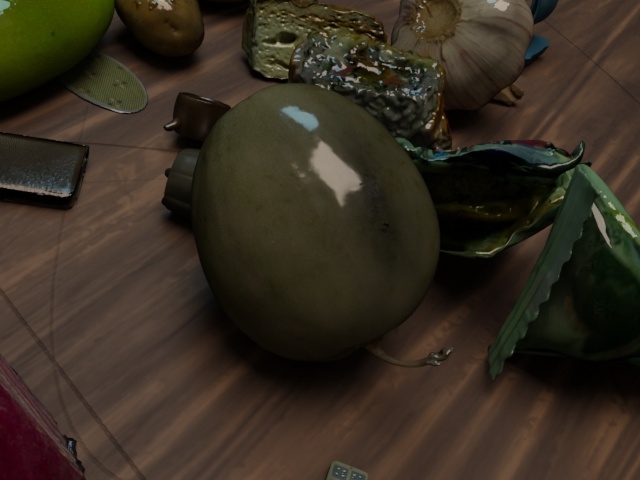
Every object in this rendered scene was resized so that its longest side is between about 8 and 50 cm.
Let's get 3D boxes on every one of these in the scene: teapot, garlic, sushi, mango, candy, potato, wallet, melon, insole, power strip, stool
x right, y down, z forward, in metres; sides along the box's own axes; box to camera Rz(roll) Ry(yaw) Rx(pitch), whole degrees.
[{"bbox_3d":[-0.162,-0.161,1.144,0.121,0.068,0.076,4,17,-45],"label":"teapot"},{"bbox_3d":[0.253,-0.300,1.348,0.253,0.245,0.245,30,28,-42],"label":"garlic"},{"bbox_3d":[0.082,-0.204,1.208,0.274,0.139,0.184,13,44,5],"label":"sushi"},{"bbox_3d":[-0.416,-0.302,1.139,0.192,0.156,0.343,33,42,10],"label":"mango"},{"bbox_3d":[0.414,0.071,0.938,0.397,0.263,0.172,13,32,-4],"label":"candy"},{"bbox_3d":[-0.248,-0.357,1.274,0.137,0.137,0.176,-2,61,-20],"label":"potato"},{"bbox_3d":[-0.394,-0.095,1.019,0.198,0.031,0.110,8,43,-10],"label":"wallet"},{"bbox_3d":[-0.005,-0.015,0.888,0.271,0.272,0.308,-1,83,-19],"label":"melon"},{"bbox_3d":[-0.371,-0.280,1.241,0.109,0.007,0.322,-27,58,-38],"label":"insole"},{"bbox_3d":[0.018,0.254,0.797,0.040,0.016,0.090,20,42,3],"label":"power strip"},{"bbox_3d":[-0.135,-0.064,1.026,0.110,0.096,0.096,16,42,6],"label":"stool"}]

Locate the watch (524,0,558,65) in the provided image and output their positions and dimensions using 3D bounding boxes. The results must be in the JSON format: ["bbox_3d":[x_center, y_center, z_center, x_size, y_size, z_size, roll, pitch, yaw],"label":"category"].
[{"bbox_3d":[0.345,-0.441,1.505,0.211,0.193,0.211,8,43,-7],"label":"watch"}]

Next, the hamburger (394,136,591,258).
[{"bbox_3d":[0.190,-0.048,1.007,0.260,0.151,0.276,0,2,20],"label":"hamburger"}]

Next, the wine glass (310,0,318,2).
[{"bbox_3d":[-0.029,-0.390,1.420,0.072,0.072,0.155,8,42,-10],"label":"wine glass"}]

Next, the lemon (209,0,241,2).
[{"bbox_3d":[-0.160,-0.503,1.406,0.231,0.192,0.192,-10,48,-16],"label":"lemon"}]

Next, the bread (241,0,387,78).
[{"bbox_3d":[-0.009,-0.314,1.322,0.232,0.128,0.088,6,9,-10],"label":"bread"}]

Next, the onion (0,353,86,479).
[{"bbox_3d":[-0.346,0.169,0.702,0.250,0.111,0.247,41,46,22],"label":"onion"}]
